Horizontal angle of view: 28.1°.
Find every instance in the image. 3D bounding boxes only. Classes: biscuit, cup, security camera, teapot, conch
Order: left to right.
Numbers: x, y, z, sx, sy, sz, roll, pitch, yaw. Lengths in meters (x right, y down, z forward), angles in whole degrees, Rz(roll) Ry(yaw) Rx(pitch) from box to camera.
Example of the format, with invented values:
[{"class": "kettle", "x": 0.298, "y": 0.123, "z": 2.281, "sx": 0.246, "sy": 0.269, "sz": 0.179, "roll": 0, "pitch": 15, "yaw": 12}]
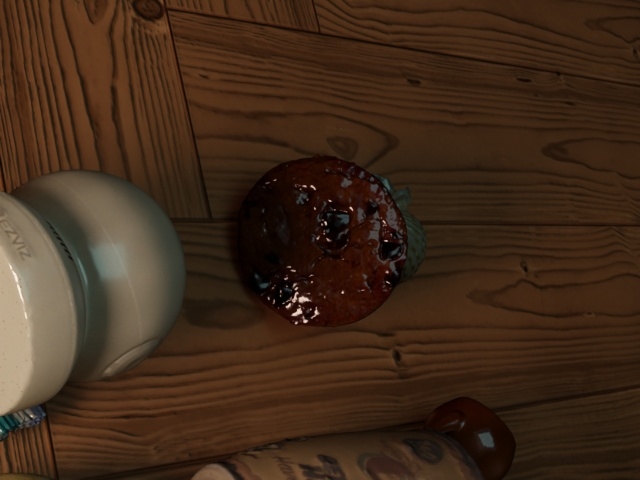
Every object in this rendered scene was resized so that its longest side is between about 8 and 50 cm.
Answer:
[{"class": "security camera", "x": -0.221, "y": 0.031, "z": 1.097, "sx": 0.236, "sy": 0.194, "sz": 0.195, "roll": -23, "pitch": 89, "yaw": -51}, {"class": "cup", "x": -0.009, "y": 0.322, "z": 1.208, "sx": 0.257, "sy": 0.227, "sz": 0.301, "roll": 8, "pitch": 95, "yaw": -30}, {"class": "biscuit", "x": 0.000, "y": 0.000, "z": 1.378, "sx": 0.049, "sy": 0.192, "sz": 0.192, "roll": 81, "pitch": -4, "yaw": -78}, {"class": "conch", "x": 0.054, "y": -0.009, "z": 1.471, "sx": 0.135, "sy": 0.102, "sz": 0.153, "roll": 29, "pitch": 22, "yaw": -15}, {"class": "teapot", "x": 0.159, "y": 0.250, "z": 1.468, "sx": 0.173, "sy": 0.116, "sz": 0.116, "roll": 67, "pitch": 32, "yaw": -43}]

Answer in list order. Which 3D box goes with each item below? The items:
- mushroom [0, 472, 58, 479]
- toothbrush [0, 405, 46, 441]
[{"class": "mushroom", "x": -0.236, "y": 0.251, "z": 1.035, "sx": 0.148, "sy": 0.112, "sz": 0.148, "roll": 18, "pitch": 19, "yaw": -7}, {"class": "toothbrush", "x": -0.376, "y": 0.196, "z": 0.969, "sx": 0.040, "sy": 0.042, "sz": 0.418, "roll": 51, "pitch": 39, "yaw": 12}]
